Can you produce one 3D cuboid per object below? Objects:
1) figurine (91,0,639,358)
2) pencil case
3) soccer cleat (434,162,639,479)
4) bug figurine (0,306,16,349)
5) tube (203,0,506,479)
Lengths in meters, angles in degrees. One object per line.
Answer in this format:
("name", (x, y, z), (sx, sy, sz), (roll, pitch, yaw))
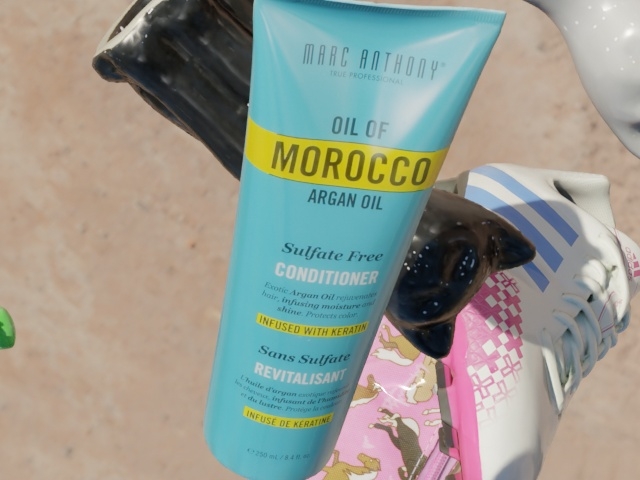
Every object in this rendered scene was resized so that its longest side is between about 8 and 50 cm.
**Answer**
("figurine", (0.052, -0.080, 0.704), (0.215, 0.092, 0.209), (-42, 105, 14))
("pencil case", (0.026, 0.253, 1.495), (0.160, 0.386, 0.167), (28, 165, 10))
("soccer cleat", (0.143, 0.043, 1.063), (0.143, 0.331, 0.116), (-3, 122, 7))
("bug figurine", (-0.344, 0.034, 1.357), (0.216, 0.072, 0.279), (48, 143, 3))
("tube", (0.000, 0.000, 0.585), (0.080, 0.052, 0.207), (1, 131, -15))
